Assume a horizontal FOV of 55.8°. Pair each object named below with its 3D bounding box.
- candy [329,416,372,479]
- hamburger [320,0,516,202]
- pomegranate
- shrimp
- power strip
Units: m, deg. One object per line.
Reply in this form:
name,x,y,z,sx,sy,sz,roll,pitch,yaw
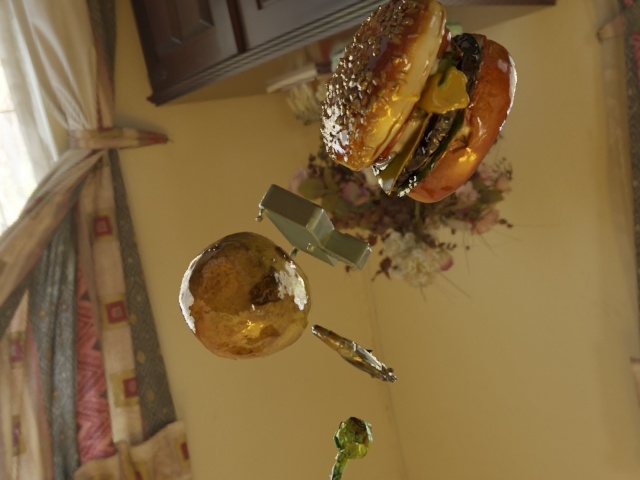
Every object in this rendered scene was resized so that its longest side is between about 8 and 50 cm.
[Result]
candy,0.032,0.486,1.257,0.073,0.262,0.077,22,-168,-17
hamburger,0.126,-0.204,0.885,0.225,0.291,0.291,24,-178,-13
pomegranate,-0.153,0.121,1.282,0.281,0.281,0.281,-12,-171,2
shrimp,0.069,0.247,1.334,0.051,0.217,0.150,-56,-172,-11
power strip,0.000,0.000,0.893,0.145,0.061,0.216,25,171,17
